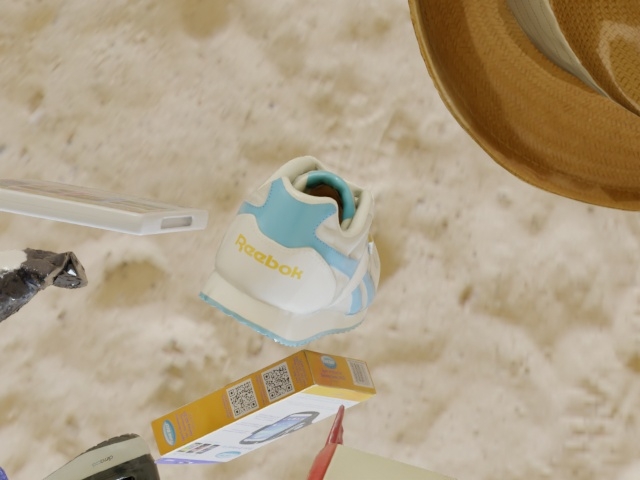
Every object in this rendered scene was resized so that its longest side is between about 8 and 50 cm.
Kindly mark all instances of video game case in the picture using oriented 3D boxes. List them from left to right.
[{"bbox_3d":[-0.181,-0.026,1.388,0.157,0.143,0.019,10,95,15],"label":"video game case"}]

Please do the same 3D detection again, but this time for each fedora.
[{"bbox_3d":[0.119,-0.070,0.451,0.194,0.079,0.194,-8,122,-13],"label":"fedora"}]

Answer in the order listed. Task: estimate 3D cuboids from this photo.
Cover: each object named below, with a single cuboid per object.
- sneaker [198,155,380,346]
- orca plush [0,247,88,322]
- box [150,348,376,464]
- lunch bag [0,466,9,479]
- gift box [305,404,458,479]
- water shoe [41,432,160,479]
[{"bbox_3d":[0.000,0.000,1.125,0.087,0.228,0.092,28,101,6],"label":"sneaker"},{"bbox_3d":[-0.287,0.064,1.168,0.287,0.151,0.102,-13,116,-4],"label":"orca plush"},{"bbox_3d":[-0.042,0.108,1.160,0.136,0.081,0.028,-24,71,24],"label":"box"},{"bbox_3d":[-0.369,0.189,0.874,0.385,0.239,0.328,13,133,-22],"label":"lunch bag"},{"bbox_3d":[0.049,0.209,0.528,0.258,0.255,0.276,15,114,6],"label":"gift box"},{"bbox_3d":[-0.213,0.241,1.584,0.203,0.073,0.080,-38,73,37],"label":"water shoe"}]
